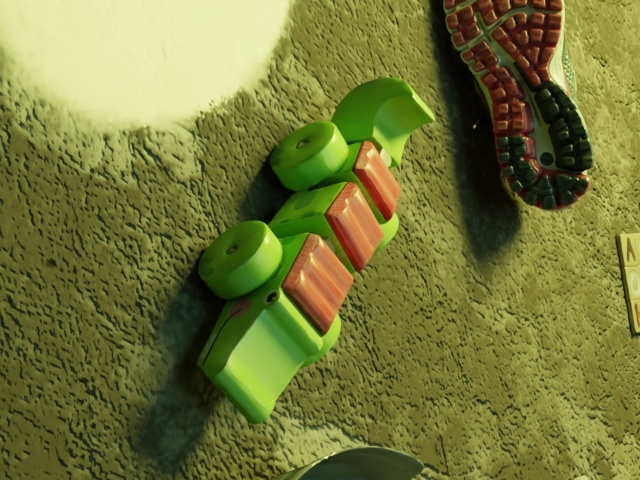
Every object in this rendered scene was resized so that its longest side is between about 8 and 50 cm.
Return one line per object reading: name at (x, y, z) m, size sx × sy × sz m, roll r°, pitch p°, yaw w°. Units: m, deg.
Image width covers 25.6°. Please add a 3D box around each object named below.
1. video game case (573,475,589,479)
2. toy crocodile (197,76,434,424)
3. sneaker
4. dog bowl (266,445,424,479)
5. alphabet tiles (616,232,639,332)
video game case at (0.298, 0.330, 1.430) m, size 0.157 × 0.019 × 0.143 m, roll -94°, pitch 165°, yaw -80°
toy crocodile at (0.000, 0.000, 1.140) m, size 0.115 × 0.105 × 0.341 m, roll 55°, pitch 44°, yaw -27°
sneaker at (0.201, -0.173, 1.452) m, size 0.112 × 0.120 × 0.299 m, roll 9°, pitch 71°, yaw -81°
dog bowl at (0.011, 0.333, 1.069) m, size 0.348 × 0.102 × 0.349 m, roll 18°, pitch 66°, yaw -49°
alphabet tiles at (0.432, 0.047, 1.751) m, size 0.237 × 0.009 × 0.198 m, roll -3°, pitch 83°, yaw -52°
